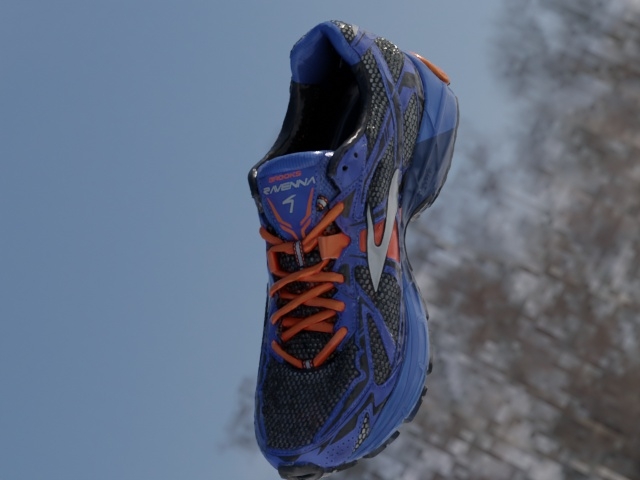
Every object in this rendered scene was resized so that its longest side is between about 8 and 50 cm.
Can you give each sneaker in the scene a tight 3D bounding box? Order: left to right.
[{"bbox_3d":[0.000,0.000,0.864,0.087,0.083,0.221,39,-131,-45],"label":"sneaker"}]
